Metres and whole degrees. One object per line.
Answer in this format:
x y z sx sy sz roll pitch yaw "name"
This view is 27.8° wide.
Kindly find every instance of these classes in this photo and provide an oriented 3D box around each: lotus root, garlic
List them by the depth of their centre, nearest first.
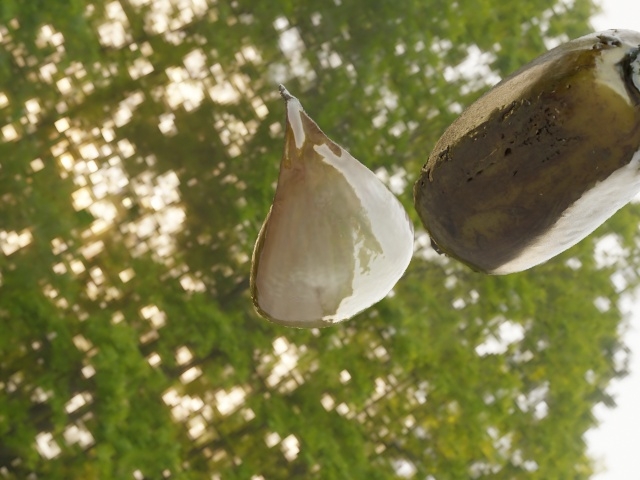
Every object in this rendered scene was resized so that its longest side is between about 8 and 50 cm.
0.009 -0.002 0.919 0.115 0.128 0.206 13 -22 1 "garlic"
0.224 -0.081 1.330 0.179 0.196 0.397 50 -36 -1 "lotus root"
